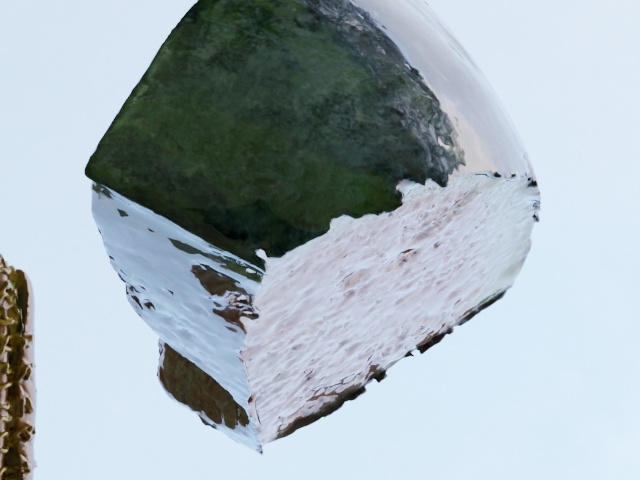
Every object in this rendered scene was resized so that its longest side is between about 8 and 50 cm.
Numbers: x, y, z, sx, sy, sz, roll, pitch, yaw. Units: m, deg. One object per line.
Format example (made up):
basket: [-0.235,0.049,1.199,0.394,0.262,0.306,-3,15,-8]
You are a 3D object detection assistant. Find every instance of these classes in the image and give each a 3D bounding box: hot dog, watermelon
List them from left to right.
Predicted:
hot dog: [-0.204,0.089,1.157,0.045,0.071,0.165,-4,-96,51]
watermelon: [0.000,0.000,0.812,0.148,0.318,0.226,31,-75,9]
